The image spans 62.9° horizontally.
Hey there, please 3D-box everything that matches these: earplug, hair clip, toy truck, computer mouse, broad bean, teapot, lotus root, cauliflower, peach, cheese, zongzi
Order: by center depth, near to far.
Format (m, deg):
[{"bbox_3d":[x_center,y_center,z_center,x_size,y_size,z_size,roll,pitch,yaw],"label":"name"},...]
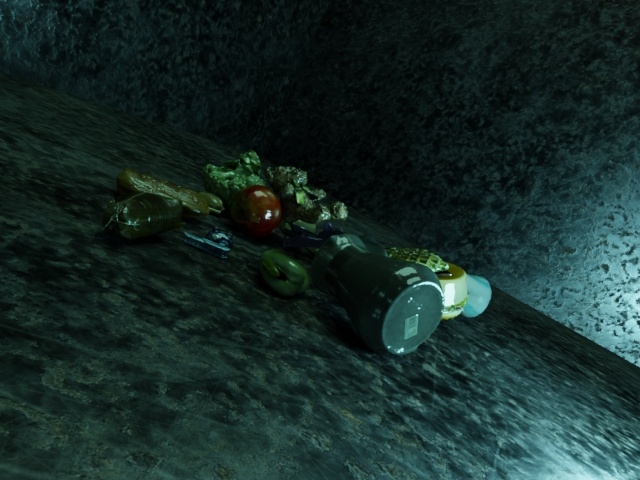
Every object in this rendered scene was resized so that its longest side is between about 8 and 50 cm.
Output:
[{"bbox_3d":[-0.514,-0.072,1.330,0.241,0.111,0.247,11,11,21],"label":"zongzi"},{"bbox_3d":[0.152,0.147,1.430,0.344,0.253,0.300,36,-23,51],"label":"teapot"},{"bbox_3d":[-0.104,0.088,1.484,0.169,0.100,0.228,36,1,13],"label":"broad bean"},{"bbox_3d":[-0.319,0.000,1.497,0.136,0.063,0.074,22,31,-5],"label":"toy truck"},{"bbox_3d":[0.141,0.088,1.789,0.121,0.188,0.371,16,12,-8],"label":"computer mouse"},{"bbox_3d":[-0.219,-0.100,1.859,0.197,0.197,0.197,25,11,-5],"label":"peach"},{"bbox_3d":[-0.404,-0.138,1.921,0.150,0.062,0.073,31,20,25],"label":"lotus root"},{"bbox_3d":[-0.003,-0.007,1.948,0.278,0.137,0.090,6,29,-3],"label":"hair clip"},{"bbox_3d":[-0.320,-0.235,2.036,0.275,0.250,0.272,32,-12,3],"label":"cauliflower"},{"bbox_3d":[0.522,0.176,2.127,0.324,0.185,0.185,27,9,-31],"label":"earplug"},{"bbox_3d":[-0.100,-0.069,2.213,0.175,0.091,0.202,22,11,-10],"label":"cheese"}]

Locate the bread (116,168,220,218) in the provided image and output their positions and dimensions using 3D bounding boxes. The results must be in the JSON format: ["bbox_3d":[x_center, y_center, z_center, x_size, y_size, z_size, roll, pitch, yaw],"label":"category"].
[{"bbox_3d":[-0.482,-0.133,1.676,0.344,0.084,0.124,19,35,-31],"label":"bread"}]

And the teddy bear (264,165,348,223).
[{"bbox_3d":[-0.053,-0.174,1.938,0.296,0.223,0.246,0,4,39],"label":"teddy bear"}]

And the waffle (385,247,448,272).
[{"bbox_3d":[0.318,0.070,1.825,0.214,0.054,0.208,-5,17,-24],"label":"waffle"}]

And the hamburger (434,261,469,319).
[{"bbox_3d":[0.392,0.178,1.886,0.300,0.176,0.300,5,16,-2],"label":"hamburger"}]

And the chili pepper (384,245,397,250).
[{"bbox_3d":[0.366,0.126,2.241,0.264,0.148,0.116,35,33,12],"label":"chili pepper"}]

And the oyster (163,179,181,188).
[{"bbox_3d":[-0.548,-0.189,1.871,0.103,0.051,0.148,24,19,29],"label":"oyster"}]

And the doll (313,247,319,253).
[{"bbox_3d":[0.052,0.043,2.056,0.179,0.102,0.089,16,-24,-37],"label":"doll"}]
